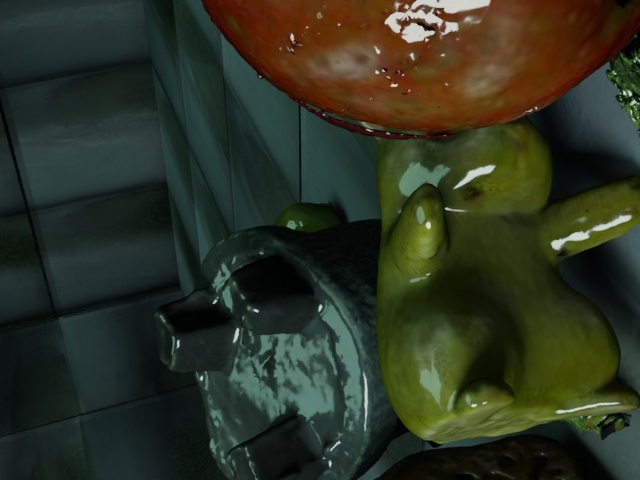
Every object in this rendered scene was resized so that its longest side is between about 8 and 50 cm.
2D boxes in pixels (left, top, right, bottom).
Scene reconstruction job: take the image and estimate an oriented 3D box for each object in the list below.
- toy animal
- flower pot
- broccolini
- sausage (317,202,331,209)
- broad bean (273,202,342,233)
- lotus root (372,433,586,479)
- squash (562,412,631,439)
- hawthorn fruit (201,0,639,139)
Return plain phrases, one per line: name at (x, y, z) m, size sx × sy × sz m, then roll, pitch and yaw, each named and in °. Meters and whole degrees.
toy animal at (0.114, -0.030, 0.667) m, size 0.180 × 0.181 × 0.363 m, roll 165°, pitch 102°, yaw -64°
flower pot at (-0.014, 0.132, 0.949) m, size 0.299 × 0.282 × 0.299 m, roll 10°, pitch 105°, yaw 42°
broccolini at (0.233, -0.020, 0.551) m, size 0.054 × 0.051 × 0.239 m, roll -4°, pitch -105°, yaw -68°
sausage at (0.000, 0.000, 1.413) m, size 0.147 × 0.035 × 0.030 m, roll 94°, pitch -171°, yaw -45°
broad bean at (-0.018, 0.021, 1.365) m, size 0.082 × 0.124 × 0.174 m, roll -53°, pitch -33°, yaw -54°
lotus root at (0.133, 0.317, 0.760) m, size 0.316 × 0.316 × 0.250 m, roll -131°, pitch 43°, yaw -59°
squash at (0.161, 0.065, 0.809) m, size 0.331 × 0.087 × 0.087 m, roll -125°, pitch 27°, yaw -49°
hawthorn fruit at (0.066, -0.216, 0.539) m, size 0.316 × 0.316 × 0.316 m, roll 167°, pitch 90°, yaw -75°
